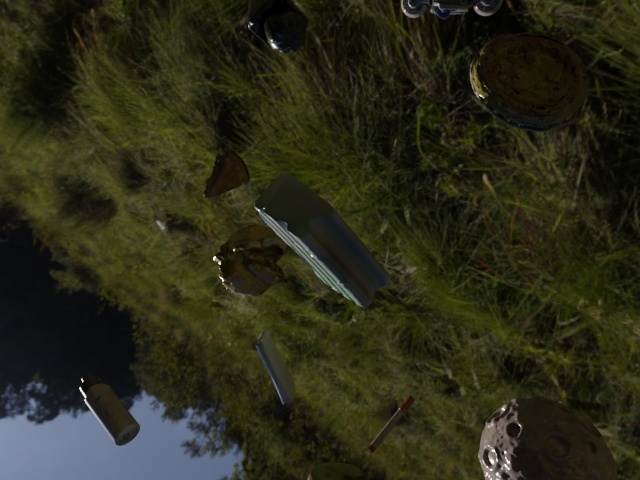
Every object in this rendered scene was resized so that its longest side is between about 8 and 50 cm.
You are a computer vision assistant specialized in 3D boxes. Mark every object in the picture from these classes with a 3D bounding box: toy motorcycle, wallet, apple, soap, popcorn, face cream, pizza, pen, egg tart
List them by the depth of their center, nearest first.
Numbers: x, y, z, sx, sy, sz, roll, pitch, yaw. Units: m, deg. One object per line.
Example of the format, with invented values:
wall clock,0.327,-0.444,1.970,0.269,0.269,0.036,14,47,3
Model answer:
egg tart,0.416,-0.316,0.917,0.235,0.233,0.094,10,161,4
soap,0.000,0.000,1.100,0.347,0.115,0.208,48,167,-33
toy motorcycle,0.337,-0.632,1.165,0.255,0.112,0.112,6,-177,16
wallet,-0.114,0.327,1.167,0.033,0.189,0.095,-24,-172,7
apple,0.054,0.724,1.283,0.173,0.160,0.195,-18,173,25
popcorn,-0.208,0.055,1.373,0.254,0.190,0.191,-27,128,24
face cream,-0.747,0.571,1.569,0.312,0.092,0.092,32,-165,29
pen,0.253,0.649,1.603,0.028,0.239,0.028,40,162,16
pizza,-0.351,-0.225,1.626,0.052,0.195,0.185,33,162,39

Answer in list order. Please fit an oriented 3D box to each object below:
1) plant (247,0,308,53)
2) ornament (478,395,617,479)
plant,-0.133,-0.667,1.361,0.164,0.142,0.255,22,-143,-53
ornament,0.467,0.449,0.934,0.260,0.225,0.259,33,-161,-13
